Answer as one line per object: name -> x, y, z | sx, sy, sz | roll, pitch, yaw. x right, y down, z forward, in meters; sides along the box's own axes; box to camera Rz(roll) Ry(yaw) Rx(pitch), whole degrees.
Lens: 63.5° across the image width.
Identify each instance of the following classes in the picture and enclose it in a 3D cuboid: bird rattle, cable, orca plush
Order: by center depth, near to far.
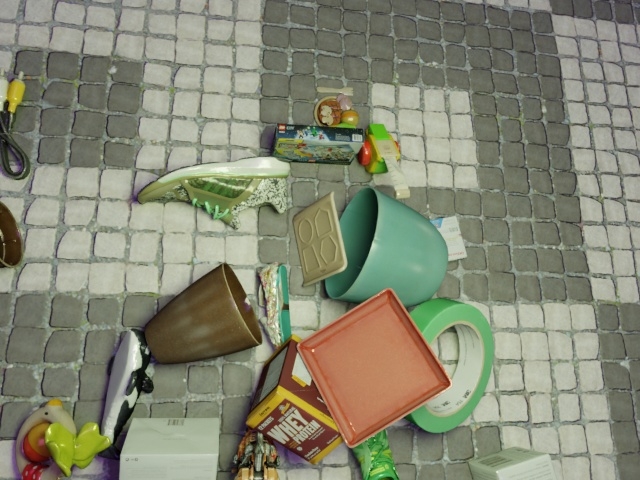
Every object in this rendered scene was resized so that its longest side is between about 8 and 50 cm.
bird rattle -> -0.591, 0.472, 1.131 | 0.254, 0.143, 0.207 | -49, 60, 15
orca plush -> -0.429, 0.355, 1.201 | 0.102, 0.151, 0.288 | 18, 67, -39
cable -> -0.815, -0.293, 1.309 | 0.139, 0.072, 0.288 | -7, 77, -7

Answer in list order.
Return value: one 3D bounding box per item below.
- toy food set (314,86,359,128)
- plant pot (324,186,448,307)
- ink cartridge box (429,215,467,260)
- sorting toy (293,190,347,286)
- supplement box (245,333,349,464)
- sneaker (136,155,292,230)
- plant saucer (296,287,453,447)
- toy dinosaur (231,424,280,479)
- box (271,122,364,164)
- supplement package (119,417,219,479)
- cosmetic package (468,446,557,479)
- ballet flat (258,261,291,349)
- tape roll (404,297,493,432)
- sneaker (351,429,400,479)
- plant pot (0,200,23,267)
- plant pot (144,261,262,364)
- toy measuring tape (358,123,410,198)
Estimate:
toy food set -> 0.048, -0.372, 1.514 | 0.132, 0.038, 0.192 | 0, 76, -11
plant pot -> 0.177, 0.042, 1.312 | 0.234, 0.293, 0.293 | 20, 72, -16
ink cartridge box -> 0.353, 0.002, 1.468 | 0.088, 0.052, 0.123 | -9, 76, -13
sorting toy -> 0.000, 0.000, 1.335 | 0.038, 0.193, 0.209 | 2, 72, -34
supplement box -> -0.039, 0.362, 1.192 | 0.191, 0.129, 0.194 | 36, 28, -11
sneaker -> -0.262, -0.110, 1.342 | 0.409, 0.158, 0.182 | -10, 95, -8
plant saucer -> 0.115, 0.277, 1.148 | 0.259, 0.048, 0.259 | -31, 63, 0
toy dinosaur -> -0.151, 0.541, 1.135 | 0.164, 0.219, 0.322 | 15, 30, 9
box -> -0.013, -0.259, 1.409 | 0.232, 0.159, 0.044 | 1, 77, -11
supplement package -> -0.322, 0.511, 1.117 | 0.194, 0.149, 0.203 | 5, 100, -10
cosmetic package -> 0.488, 0.630, 1.277 | 0.151, 0.151, 0.184 | -11, 79, -14
ballet flat -> -0.119, 0.176, 1.327 | 0.077, 0.091, 0.241 | -10, 71, 18
tape roll -> 0.301, 0.306, 1.282 | 0.321, 0.077, 0.322 | -6, 101, -35
sneaker -> 0.137, 0.529, 1.250 | 0.109, 0.123, 0.296 | -16, 79, -14
plant pot -> -0.811, 0.005, 1.193 | 0.165, 0.167, 0.167 | -16, 79, -7
plant pot -> -0.287, 0.197, 1.228 | 0.230, 0.215, 0.216 | -25, 81, -2
toy measuring tape -> 0.175, -0.200, 1.424 | 0.121, 0.122, 0.330 | -3, 48, -12
